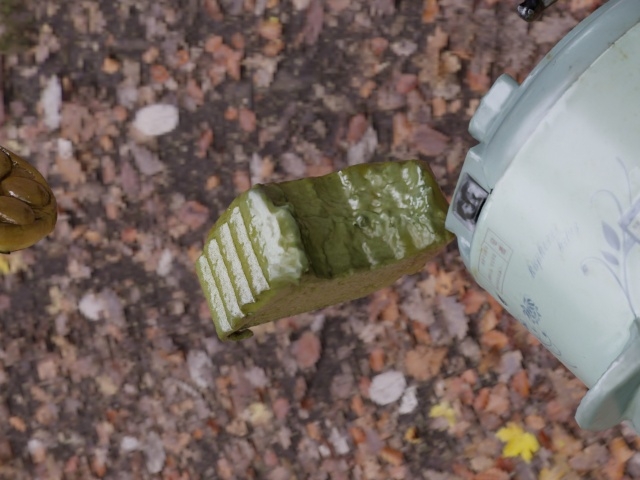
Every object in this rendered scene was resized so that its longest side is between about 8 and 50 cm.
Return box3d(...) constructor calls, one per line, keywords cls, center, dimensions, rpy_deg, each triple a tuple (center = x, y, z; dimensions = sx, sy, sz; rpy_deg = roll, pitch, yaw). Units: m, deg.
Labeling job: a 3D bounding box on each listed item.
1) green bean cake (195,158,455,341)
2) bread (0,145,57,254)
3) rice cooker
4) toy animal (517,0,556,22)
box3d(cls="green bean cake", center=(0.000, 0.000, 1.283), dimensions=(0.233, 0.236, 0.124), rpy_deg=(-41, 67, 55))
box3d(cls="bread", center=(-0.195, -0.029, 0.638), dimensions=(0.110, 0.110, 0.024), rpy_deg=(37, 115, 28))
box3d(cls="rice cooker", center=(0.245, 0.005, 0.700), dimensions=(0.316, 0.317, 0.264), rpy_deg=(45, 145, 25))
box3d(cls="toy animal", center=(0.207, -0.314, 1.142), dimensions=(0.121, 0.210, 0.117), rpy_deg=(-21, 67, 23))
